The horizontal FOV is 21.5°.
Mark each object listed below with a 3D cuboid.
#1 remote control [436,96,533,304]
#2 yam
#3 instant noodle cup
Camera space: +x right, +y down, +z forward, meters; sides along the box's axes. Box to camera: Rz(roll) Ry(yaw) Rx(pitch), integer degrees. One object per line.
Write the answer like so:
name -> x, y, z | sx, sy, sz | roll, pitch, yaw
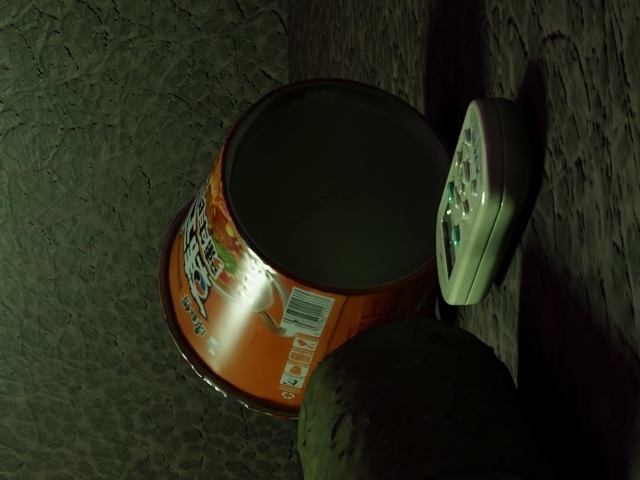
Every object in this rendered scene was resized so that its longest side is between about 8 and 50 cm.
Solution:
remote control -> 0.109, -0.023, 1.140 | 0.221, 0.042, 0.078 | 96, 170, -65
yam -> 0.068, 0.155, 1.042 | 0.268, 0.161, 0.161 | -109, 17, -72
instant noodle cup -> 0.000, 0.000, 1.387 | 0.192, 0.250, 0.250 | 114, 155, -61
